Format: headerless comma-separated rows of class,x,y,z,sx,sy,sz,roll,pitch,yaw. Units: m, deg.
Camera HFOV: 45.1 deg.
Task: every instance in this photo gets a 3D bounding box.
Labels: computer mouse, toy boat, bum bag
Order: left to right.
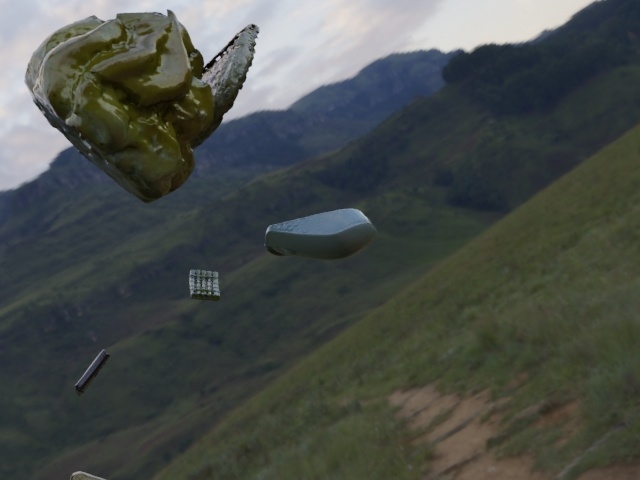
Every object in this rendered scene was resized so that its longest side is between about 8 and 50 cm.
bum bag,-0.542,0.320,1.832,0.109,0.026,0.159,-56,3,-23
toy boat,-0.242,0.093,1.611,0.063,0.016,0.115,6,21,-13
computer mouse,0.000,0.000,1.558,0.231,0.079,0.128,-12,-27,6

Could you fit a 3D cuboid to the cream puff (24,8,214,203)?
cream puff,-0.309,-0.239,1.293,0.257,0.324,0.291,-47,45,-9

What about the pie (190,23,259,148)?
pie,-0.198,-0.297,1.480,0.274,0.055,0.274,-47,25,30

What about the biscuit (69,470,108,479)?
biscuit,-0.317,0.449,1.160,0.039,0.183,0.174,115,175,-70
